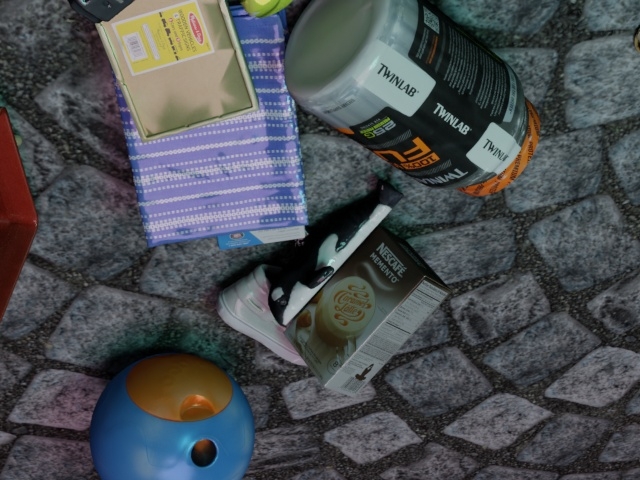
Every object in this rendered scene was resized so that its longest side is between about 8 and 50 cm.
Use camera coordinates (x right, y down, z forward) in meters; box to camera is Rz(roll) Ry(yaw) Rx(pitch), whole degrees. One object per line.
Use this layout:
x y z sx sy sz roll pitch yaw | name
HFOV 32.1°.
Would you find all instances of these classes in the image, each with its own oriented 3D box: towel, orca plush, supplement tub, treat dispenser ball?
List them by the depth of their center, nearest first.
0.132 -0.201 1.502 0.338 0.207 0.207 29 125 -36 | supplement tub
-0.149 -0.153 1.536 0.243 0.040 0.336 -8 117 -2 | towel
0.000 0.000 1.780 0.102 0.151 0.287 42 113 1 | orca plush
-0.259 0.341 1.957 0.288 0.288 0.288 -6 138 -6 | treat dispenser ball

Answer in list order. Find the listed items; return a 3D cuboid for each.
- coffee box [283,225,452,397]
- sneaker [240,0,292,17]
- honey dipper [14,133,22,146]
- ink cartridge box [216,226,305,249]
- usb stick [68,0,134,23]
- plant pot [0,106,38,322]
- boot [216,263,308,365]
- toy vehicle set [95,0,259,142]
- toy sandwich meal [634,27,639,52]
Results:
0.075 0.117 1.832 0.246 0.141 0.098 -49 142 10 | coffee box
-0.055 -0.361 1.317 0.091 0.126 0.240 -29 179 -32 | sneaker
-0.475 -0.173 1.534 0.030 0.030 0.161 -33 137 23 | honey dipper
-0.101 -0.084 1.676 0.140 0.082 0.190 -9 139 -2 | ink cartridge box
-0.179 -0.354 1.315 0.278 0.045 0.077 -34 161 15 | usb stick
-0.559 -0.017 1.517 0.236 0.267 0.267 8 144 4 | plant pot
-0.048 0.128 1.914 0.123 0.095 0.258 -37 135 26 | boot
-0.194 -0.266 1.427 0.166 0.035 0.266 -15 121 4 | toy vehicle set
0.498 -0.292 1.615 0.086 0.029 0.085 -6 138 -6 | toy sandwich meal
